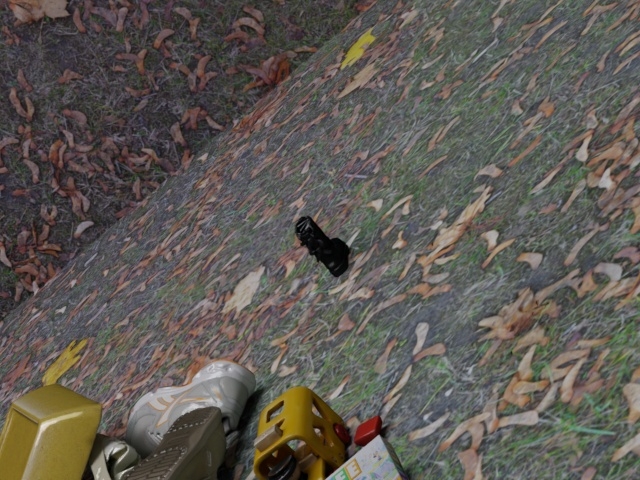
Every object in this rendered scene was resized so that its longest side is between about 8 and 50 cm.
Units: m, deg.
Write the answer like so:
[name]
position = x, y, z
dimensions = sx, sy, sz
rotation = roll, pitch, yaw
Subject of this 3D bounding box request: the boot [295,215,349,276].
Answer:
[boot]
position = 0.000, 0.000, 2.316
dimensions = 0.045, 0.099, 0.121
rotation = -39, 18, 12

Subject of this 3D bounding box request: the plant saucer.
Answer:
[plant saucer]
position = -0.474, 0.394, 2.305
dimensions = 0.332, 0.081, 0.333
rotation = 3, 74, 66

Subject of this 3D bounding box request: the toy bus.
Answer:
[toy bus]
position = -0.033, 0.270, 1.778
dimensions = 0.191, 0.104, 0.202
rotation = -54, 19, -25

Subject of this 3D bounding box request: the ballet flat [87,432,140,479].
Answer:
[ballet flat]
position = -0.303, 0.358, 2.181
dimensions = 0.086, 0.086, 0.248
rotation = -41, 34, 10

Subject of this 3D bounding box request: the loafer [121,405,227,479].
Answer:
[loafer]
position = -0.191, 0.324, 1.974
dimensions = 0.102, 0.092, 0.268
rotation = -18, 16, 29

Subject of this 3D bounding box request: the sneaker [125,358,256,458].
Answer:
[sneaker]
position = -0.213, 0.280, 2.176
dimensions = 0.262, 0.099, 0.121
rotation = -35, 26, 33

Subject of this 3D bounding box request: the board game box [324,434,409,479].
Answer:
[board game box]
position = 0.033, 0.306, 1.628
dimensions = 0.154, 0.026, 0.103
rotation = -42, 36, 9
